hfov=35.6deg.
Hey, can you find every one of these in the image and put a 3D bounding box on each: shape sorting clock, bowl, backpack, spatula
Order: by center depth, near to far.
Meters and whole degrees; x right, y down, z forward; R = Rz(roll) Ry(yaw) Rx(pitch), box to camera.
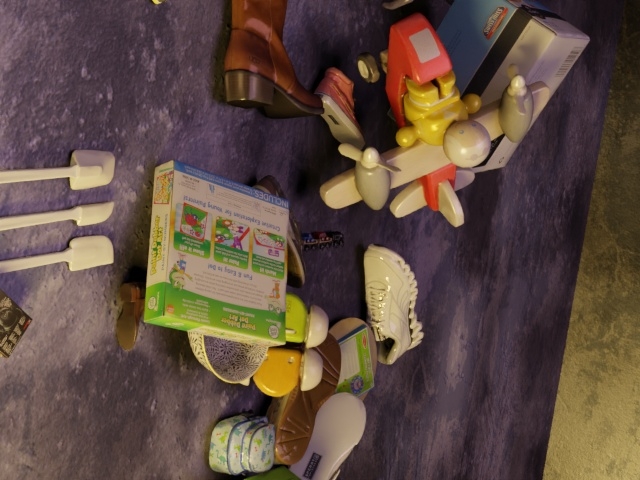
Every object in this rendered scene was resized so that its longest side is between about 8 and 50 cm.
[{"bbox_3d":[-0.365,-0.036,1.351,0.242,0.019,0.168,-11,110,-56],"label":"spatula"},{"bbox_3d":[-0.164,0.146,1.639,0.170,0.080,0.170,0,90,-54],"label":"bowl"},{"bbox_3d":[-0.134,0.356,1.734,0.114,0.084,0.105,1,93,-55],"label":"backpack"},{"bbox_3d":[0.049,0.260,2.048,0.206,0.040,0.206,-12,107,-44],"label":"shape sorting clock"}]

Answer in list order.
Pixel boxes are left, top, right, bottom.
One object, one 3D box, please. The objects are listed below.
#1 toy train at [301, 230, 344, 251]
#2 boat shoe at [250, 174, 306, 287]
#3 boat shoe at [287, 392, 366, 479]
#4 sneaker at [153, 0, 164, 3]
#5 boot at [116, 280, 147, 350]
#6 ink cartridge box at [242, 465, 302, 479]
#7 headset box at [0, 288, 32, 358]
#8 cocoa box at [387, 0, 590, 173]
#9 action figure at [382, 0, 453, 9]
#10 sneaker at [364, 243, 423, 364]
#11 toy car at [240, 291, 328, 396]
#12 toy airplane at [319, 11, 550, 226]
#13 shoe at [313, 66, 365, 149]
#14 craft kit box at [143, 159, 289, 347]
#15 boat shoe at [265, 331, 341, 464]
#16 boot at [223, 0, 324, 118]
[{"bbox_3d":[0.000,0.000,1.931,0.158,0.027,0.036,-8,99,-58],"label":"toy train"},{"bbox_3d":[-0.065,-0.015,1.774,0.073,0.080,0.224,-49,131,-35],"label":"boat shoe"},{"bbox_3d":[-0.006,0.434,1.944,0.301,0.108,0.102,-61,176,-34],"label":"boat shoe"},{"bbox_3d":[-0.221,-0.386,1.492,0.031,0.035,0.083,53,53,-49],"label":"sneaker"},{"bbox_3d":[-0.261,0.109,1.530,0.114,0.037,0.107,-7,104,-62],"label":"boot"},{"bbox_3d":[-0.136,0.510,1.697,0.255,0.097,0.189,-3,119,-58],"label":"ink cartridge box"},{"bbox_3d":[-0.417,0.102,1.276,0.083,0.032,0.062,57,49,-45],"label":"headset box"},{"bbox_3d":[0.352,-0.348,2.112,0.231,0.228,0.347,-14,140,-56],"label":"cocoa box"},{"bbox_3d":[0.221,-0.661,2.023,0.341,0.178,0.330,-32,132,-48],"label":"action figure"},{"bbox_3d":[0.142,0.140,2.125,0.118,0.110,0.292,-42,130,-35],"label":"sneaker"},{"bbox_3d":[-0.072,0.180,1.766,0.136,0.159,0.182,173,-76,-87],"label":"toy car"},{"bbox_3d":[0.224,-0.184,1.874,0.384,0.272,0.386,21,101,-32],"label":"toy airplane"},{"bbox_3d":[0.048,-0.253,1.922,0.178,0.063,0.081,47,62,-47],"label":"shoe"},{"bbox_3d":[-0.154,0.027,1.559,0.249,0.061,0.247,19,63,-43],"label":"craft kit box"},{"bbox_3d":[-0.047,0.290,1.873,0.104,0.089,0.285,47,49,-23],"label":"boat shoe"},{"bbox_3d":[-0.077,-0.357,1.714,0.264,0.096,0.281,5,84,-51],"label":"boot"}]
